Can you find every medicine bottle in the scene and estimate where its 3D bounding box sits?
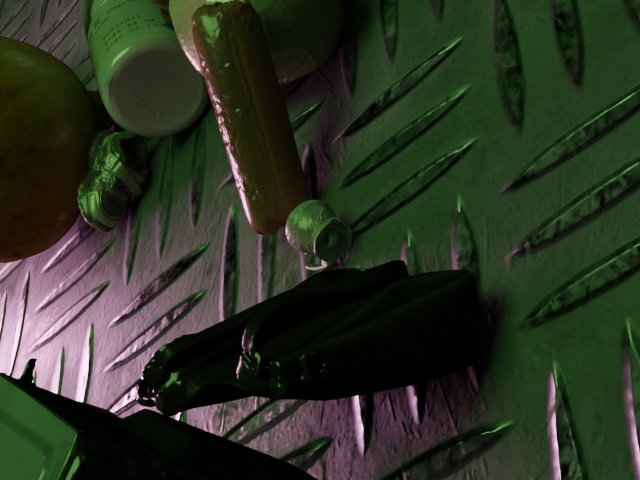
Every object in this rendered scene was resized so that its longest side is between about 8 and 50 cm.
[{"bbox_3d":[-0.273,-0.295,1.956,0.170,0.170,0.293,-51,33,19],"label":"medicine bottle"}]

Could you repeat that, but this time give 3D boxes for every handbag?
[{"bbox_3d":[-0.017,0.099,1.196,0.285,0.257,0.113,-10,96,52],"label":"handbag"}]

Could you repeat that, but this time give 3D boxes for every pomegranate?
[{"bbox_3d":[-0.518,-0.163,2.068,0.410,0.410,0.410,-36,39,37],"label":"pomegranate"}]

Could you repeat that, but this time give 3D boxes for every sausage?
[{"bbox_3d":[-0.083,-0.151,1.515,0.086,0.086,0.289,-14,92,51],"label":"sausage"}]

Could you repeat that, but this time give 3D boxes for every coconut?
[{"bbox_3d":[-0.076,-0.305,1.632,0.234,0.224,0.224,-7,61,52],"label":"coconut"}]

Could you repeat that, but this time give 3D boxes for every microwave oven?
[{"bbox_3d":[-0.146,0.306,1.097,0.218,0.355,0.286,17,80,56],"label":"microwave oven"}]

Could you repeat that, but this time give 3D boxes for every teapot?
[{"bbox_3d":[0.000,0.000,1.430,0.064,0.064,0.083,34,127,52],"label":"teapot"}]

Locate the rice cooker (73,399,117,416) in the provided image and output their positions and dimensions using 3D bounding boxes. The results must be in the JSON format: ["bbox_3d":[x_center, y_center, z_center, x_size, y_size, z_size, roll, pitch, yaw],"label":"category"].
[{"bbox_3d":[-0.346,0.286,1.646,0.206,0.127,0.145,-27,44,33],"label":"rice cooker"}]

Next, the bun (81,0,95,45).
[{"bbox_3d":[-0.313,-0.449,2.164,0.263,0.175,0.263,-178,90,-89],"label":"bun"}]

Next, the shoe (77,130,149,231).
[{"bbox_3d":[-0.309,-0.099,1.948,0.092,0.089,0.180,-20,52,33],"label":"shoe"}]
